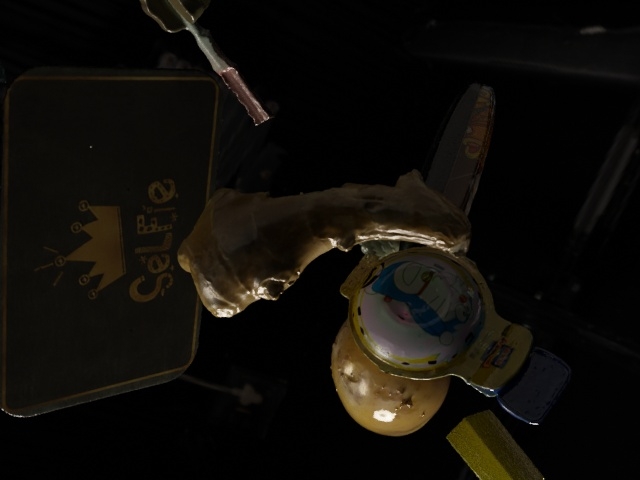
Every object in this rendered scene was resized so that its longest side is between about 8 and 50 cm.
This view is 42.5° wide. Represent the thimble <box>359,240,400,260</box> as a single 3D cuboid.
[{"bbox_3d":[0.091,-0.003,1.256,0.062,0.084,0.110,-23,-179,6],"label":"thimble"}]

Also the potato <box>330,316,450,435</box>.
[{"bbox_3d":[0.090,0.158,0.994,0.150,0.234,0.146,-42,-119,2],"label":"potato"}]

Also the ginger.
[{"bbox_3d":[0.000,0.000,0.808,0.086,0.295,0.131,71,14,-63],"label":"ginger"}]

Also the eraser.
[{"bbox_3d":[0.243,0.299,1.135,0.045,0.097,0.122,-49,-117,20],"label":"eraser"}]

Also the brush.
[{"bbox_3d":[-0.156,-0.271,1.065,0.084,0.301,0.071,-22,-148,31],"label":"brush"}]

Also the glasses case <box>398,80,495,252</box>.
[{"bbox_3d":[0.177,-0.080,1.150,0.122,0.082,0.321,101,10,-65],"label":"glasses case"}]

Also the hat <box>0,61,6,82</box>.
[{"bbox_3d":[-0.537,-0.272,1.194,0.078,0.138,0.191,-49,-125,23],"label":"hat"}]

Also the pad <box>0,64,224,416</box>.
[{"bbox_3d":[-0.175,0.009,0.870,0.063,0.315,0.375,27,-63,42],"label":"pad"}]

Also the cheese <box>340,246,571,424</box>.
[{"bbox_3d":[0.134,0.090,0.845,0.156,0.250,0.064,-51,158,-18],"label":"cheese"}]
